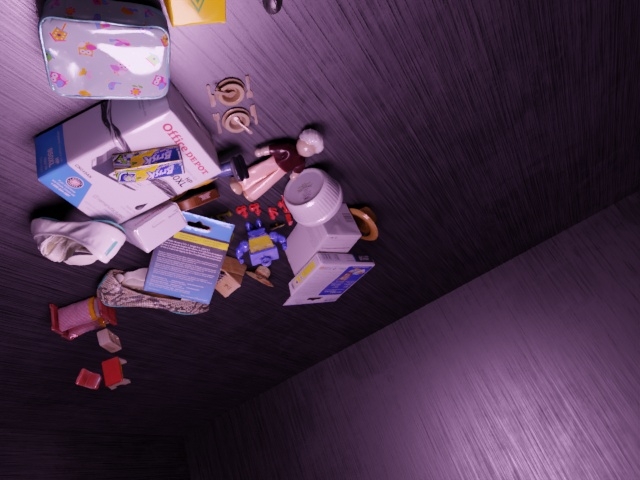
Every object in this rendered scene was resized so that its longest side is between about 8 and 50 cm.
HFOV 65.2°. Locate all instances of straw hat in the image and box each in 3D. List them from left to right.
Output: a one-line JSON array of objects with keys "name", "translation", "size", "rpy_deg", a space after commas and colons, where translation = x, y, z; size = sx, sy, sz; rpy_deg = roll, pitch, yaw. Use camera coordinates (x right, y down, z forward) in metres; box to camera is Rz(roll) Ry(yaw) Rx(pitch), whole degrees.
[{"name": "straw hat", "translation": [-0.259, 0.147, 2.239], "size": [0.061, 0.145, 0.144], "rpy_deg": [-62, 151, -15]}]

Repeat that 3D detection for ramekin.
[{"name": "ramekin", "translation": [-0.033, -0.163, 1.790], "size": [0.207, 0.207, 0.109], "rpy_deg": [-30, 139, 12]}]

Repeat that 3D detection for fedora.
[{"name": "fedora", "translation": [0.181, -0.084, 2.119], "size": [0.079, 0.195, 0.194], "rpy_deg": [-52, 158, -25]}]

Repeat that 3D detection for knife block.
[{"name": "knife block", "translation": [-0.427, 0.100, 2.027], "size": [0.088, 0.275, 0.242], "rpy_deg": [-38, 107, 14]}]

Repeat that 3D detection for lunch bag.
[{"name": "lunch bag", "translation": [-0.494, -0.432, 1.157], "size": [0.280, 0.107, 0.224], "rpy_deg": [-3, 144, -20]}]

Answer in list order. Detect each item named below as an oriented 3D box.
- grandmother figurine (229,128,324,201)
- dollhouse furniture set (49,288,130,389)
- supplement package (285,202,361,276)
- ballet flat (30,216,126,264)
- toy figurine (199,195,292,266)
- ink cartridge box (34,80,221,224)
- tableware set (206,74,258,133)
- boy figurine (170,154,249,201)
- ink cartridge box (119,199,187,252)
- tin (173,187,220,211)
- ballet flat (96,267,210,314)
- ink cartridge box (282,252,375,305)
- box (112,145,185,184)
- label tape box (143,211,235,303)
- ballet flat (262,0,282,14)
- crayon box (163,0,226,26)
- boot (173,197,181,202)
[{"name": "grandmother figurine", "translation": [-0.130, -0.256, 1.682], "size": [0.343, 0.103, 0.208], "rpy_deg": [-32, 156, 20]}, {"name": "dollhouse furniture set", "translation": [-0.895, 0.400, 1.937], "size": [0.202, 0.373, 0.152], "rpy_deg": [-20, 153, -7]}, {"name": "supplement package", "translation": [0.000, 0.000, 2.070], "size": [0.176, 0.177, 0.293], "rpy_deg": [0, 143, -36]}, {"name": "ballet flat", "translation": [-0.746, 0.005, 1.479], "size": [0.401, 0.139, 0.139], "rpy_deg": [3, 161, 30]}, {"name": "toy figurine", "translation": [-0.257, 0.006, 1.883], "size": [0.363, 0.217, 0.191], "rpy_deg": [-16, 148, -12]}, {"name": "ink cartridge box", "translation": [-0.522, -0.236, 1.396], "size": [0.395, 0.166, 0.285], "rpy_deg": [-26, 148, 5]}, {"name": "tableware set", "translation": [-0.252, -0.384, 1.463], "size": [0.129, 0.039, 0.194], "rpy_deg": [-17, 148, -9]}, {"name": "boy figurine", "translation": [-0.378, -0.193, 1.575], "size": [0.286, 0.092, 0.177], "rpy_deg": [-16, -167, 13]}, {"name": "ink cartridge box", "translation": [-0.539, -0.062, 1.552], "size": [0.154, 0.213, 0.093], "rpy_deg": [-41, 127, -27]}, {"name": "tin", "translation": [-0.415, -0.132, 1.652], "size": [0.106, 0.040, 0.190], "rpy_deg": [-14, -168, 34]}, {"name": "ballet flat", "translation": [-0.630, 0.196, 2.009], "size": [0.483, 0.164, 0.182], "rpy_deg": [13, 125, -38]}, {"name": "ink cartridge box", "translation": [0.026, 0.163, 2.109], "size": [0.304, 0.072, 0.307], "rpy_deg": [2, 144, -42]}, {"name": "box", "translation": [-0.441, -0.195, 1.292], "size": [0.169, 0.059, 0.054], "rpy_deg": [-13, 147, -15]}, {"name": "label tape box", "translation": [-0.468, 0.042, 1.787], "size": [0.241, 0.106, 0.333], "rpy_deg": [16, 110, -18]}, {"name": "ballet flat", "translation": [-0.118, -0.627, 1.190], "size": [0.058, 0.049, 0.173], "rpy_deg": [9, 140, 2]}, {"name": "crayon box", "translation": [-0.249, -0.599, 0.829], "size": [0.106, 0.362, 0.313], "rpy_deg": [-11, 146, -18]}, {"name": "boot", "translation": [-0.541, -0.118, 1.694], "size": [0.114, 0.037, 0.106], "rpy_deg": [17, 129, -40]}]
